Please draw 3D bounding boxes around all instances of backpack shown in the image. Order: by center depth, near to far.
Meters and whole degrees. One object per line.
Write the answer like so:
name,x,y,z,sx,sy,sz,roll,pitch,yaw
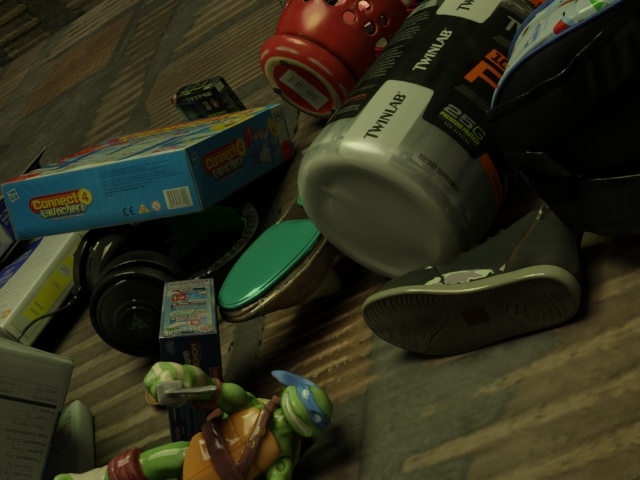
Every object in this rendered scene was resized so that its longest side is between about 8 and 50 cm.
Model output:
backpack,0.292,-0.138,0.974,0.263,0.276,0.213,-25,20,29

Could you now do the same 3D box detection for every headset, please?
headset,-0.245,0.084,1.464,0.394,0.185,0.243,-27,27,-12

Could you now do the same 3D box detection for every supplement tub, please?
supplement tub,0.139,-0.135,1.205,0.207,0.207,0.338,-4,43,48

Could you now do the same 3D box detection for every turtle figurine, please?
turtle figurine,-0.122,0.221,0.979,0.266,0.198,0.275,-34,23,17

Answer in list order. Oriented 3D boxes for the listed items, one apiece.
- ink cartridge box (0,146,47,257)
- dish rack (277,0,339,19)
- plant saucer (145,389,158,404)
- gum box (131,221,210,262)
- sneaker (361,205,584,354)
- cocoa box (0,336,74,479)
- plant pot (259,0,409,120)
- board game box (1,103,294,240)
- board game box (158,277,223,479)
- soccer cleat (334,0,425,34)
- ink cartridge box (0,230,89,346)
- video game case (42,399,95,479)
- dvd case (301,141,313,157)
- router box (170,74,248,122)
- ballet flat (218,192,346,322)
ink cartridge box,-0.563,-0.012,1.923,0.332,0.065,0.165,-43,13,40
dish rack,0.017,-0.474,2.046,0.208,0.074,0.271,-40,26,-6
plant saucer,-0.174,0.170,1.324,0.083,0.015,0.083,-30,27,17
gum box,-0.243,-0.006,1.661,0.184,0.041,0.157,-41,26,-3
sneaker,0.154,0.040,1.068,0.222,0.083,0.118,-10,31,28
cocoa box,-0.479,0.203,1.254,0.347,0.231,0.228,4,78,53
plant pot,0.019,-0.288,1.625,0.191,0.191,0.174,0,51,51
board game box,-0.239,-0.101,1.570,0.308,0.086,0.302,-8,14,25
board game box,-0.136,0.133,1.178,0.060,0.194,0.194,-5,28,-5
soccer cleat,0.114,-0.393,1.796,0.248,0.083,0.095,-29,32,12
ink cartridge box,-0.474,0.072,1.764,0.303,0.072,0.307,-22,28,47
video game case,-0.385,0.361,1.260,0.300,0.036,0.329,-36,26,4
dvd case,0.055,-0.121,1.499,0.164,0.018,0.221,-32,26,10
router box,-0.190,-0.229,1.893,0.122,0.092,0.038,-7,41,47
ballet flat,0.000,0.000,1.277,0.107,0.106,0.316,3,48,44
